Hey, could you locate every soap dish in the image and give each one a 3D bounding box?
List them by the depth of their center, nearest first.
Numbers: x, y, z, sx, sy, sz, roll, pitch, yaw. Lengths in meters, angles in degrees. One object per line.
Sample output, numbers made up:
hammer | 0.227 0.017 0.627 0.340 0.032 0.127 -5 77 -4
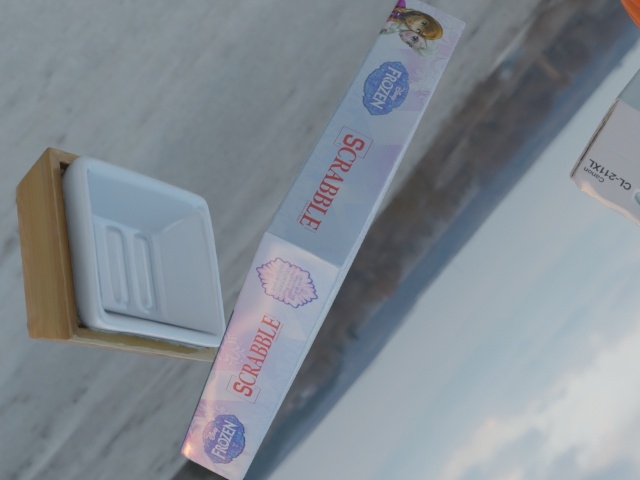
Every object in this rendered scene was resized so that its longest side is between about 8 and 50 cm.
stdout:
soap dish | -0.241 0.030 1.606 0.118 0.229 0.291 -17 163 26

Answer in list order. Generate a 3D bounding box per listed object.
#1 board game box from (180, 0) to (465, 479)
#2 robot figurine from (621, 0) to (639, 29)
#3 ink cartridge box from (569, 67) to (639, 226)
board game box | 0.000 0.000 1.141 0.319 0.066 0.318 -62 177 -43
robot figurine | 0.145 -0.141 0.451 0.158 0.219 0.128 -16 -128 20
ink cartridge box | 0.261 -0.070 0.886 0.175 0.127 0.072 -45 165 -49
